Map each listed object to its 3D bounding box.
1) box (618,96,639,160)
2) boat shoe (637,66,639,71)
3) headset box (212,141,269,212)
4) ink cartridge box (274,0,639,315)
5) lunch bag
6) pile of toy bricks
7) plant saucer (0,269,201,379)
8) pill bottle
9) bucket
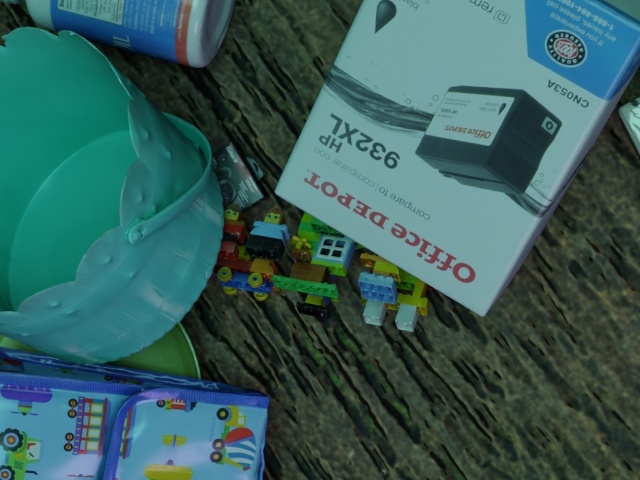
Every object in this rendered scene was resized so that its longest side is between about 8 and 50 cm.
[{"bbox_3d":[0.402,-0.136,1.586,0.275,0.113,0.094,-28,85,7],"label":"box"},{"bbox_3d":[0.208,-0.228,1.630,0.277,0.098,0.096,18,68,15],"label":"boat shoe"},{"bbox_3d":[-0.093,-0.050,1.704,0.083,0.032,0.062,-32,87,7],"label":"headset box"},{"bbox_3d":[0.128,-0.125,1.560,0.223,0.129,0.307,31,121,7],"label":"ink cartridge box"},{"bbox_3d":[-0.182,0.230,1.656,0.293,0.138,0.220,7,96,-5],"label":"lunch bag"},{"bbox_3d":[0.000,0.000,1.665,0.212,0.118,0.105,10,61,17],"label":"pile of toy bricks"},{"bbox_3d":[-0.227,0.143,1.727,0.241,0.037,0.240,0,91,8],"label":"plant saucer"},{"bbox_3d":[-0.196,-0.242,1.669,0.222,0.124,0.124,15,94,9],"label":"pill bottle"},{"bbox_3d":[-0.230,-0.032,1.604,0.281,0.183,0.281,-11,64,24],"label":"bucket"}]
